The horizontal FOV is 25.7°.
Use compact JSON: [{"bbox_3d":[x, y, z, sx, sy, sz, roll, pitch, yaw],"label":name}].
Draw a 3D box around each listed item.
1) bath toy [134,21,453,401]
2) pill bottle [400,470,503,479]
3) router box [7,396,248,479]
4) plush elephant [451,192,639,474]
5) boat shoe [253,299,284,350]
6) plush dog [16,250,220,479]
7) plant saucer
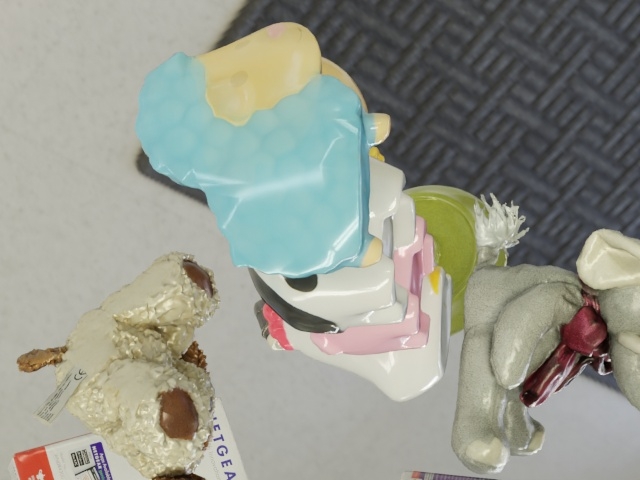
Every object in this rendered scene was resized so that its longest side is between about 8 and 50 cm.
[{"bbox_3d":[0.000,0.000,0.825,0.129,0.151,0.348,1,161,12],"label":"bath toy"},{"bbox_3d":[0.201,0.371,1.876,0.193,0.108,0.108,4,128,10],"label":"pill bottle"},{"bbox_3d":[-0.230,0.412,1.892,0.301,0.335,0.082,-14,163,-23],"label":"router box"},{"bbox_3d":[0.304,0.107,1.608,0.255,0.330,0.272,-1,169,19],"label":"plush elephant"},{"bbox_3d":[-0.003,0.087,1.796,0.206,0.065,0.075,-11,146,-47],"label":"boat shoe"},{"bbox_3d":[-0.191,0.176,1.535,0.211,0.262,0.225,-15,134,16],"label":"plush dog"},{"bbox_3d":[0.137,0.025,1.944,0.241,0.241,0.037,-37,149,4],"label":"plant saucer"}]
